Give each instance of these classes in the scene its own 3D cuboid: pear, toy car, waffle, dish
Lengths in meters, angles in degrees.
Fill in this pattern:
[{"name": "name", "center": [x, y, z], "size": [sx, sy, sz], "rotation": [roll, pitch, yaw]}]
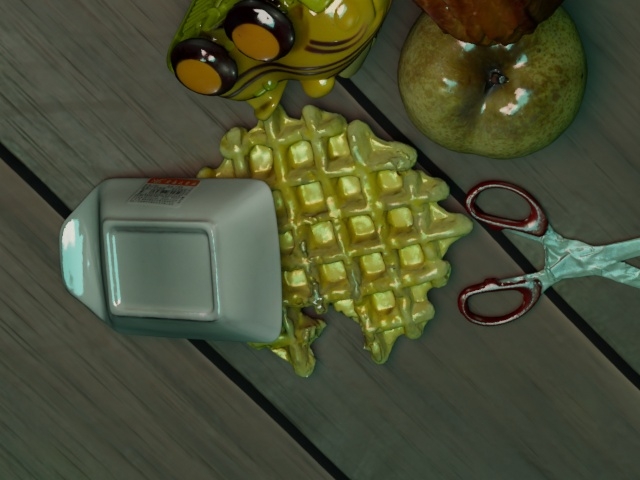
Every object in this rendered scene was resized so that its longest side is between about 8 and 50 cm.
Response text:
[{"name": "pear", "center": [0.153, -0.148, 1.444], "size": [0.167, 0.136, 0.167], "rotation": [0, 95, -1]}, {"name": "toy car", "center": [-0.017, -0.198, 1.403], "size": [0.142, 0.200, 0.248], "rotation": [37, 147, -22]}, {"name": "waffle", "center": [0.000, 0.000, 1.548], "size": [0.261, 0.056, 0.250], "rotation": [34, 108, -2]}, {"name": "dish", "center": [-0.152, 0.022, 1.523], "size": [0.234, 0.064, 0.154], "rotation": [1, 101, 29]}]

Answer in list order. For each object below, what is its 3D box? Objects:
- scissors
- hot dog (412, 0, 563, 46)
[{"name": "scissors", "center": [0.256, 0.018, 1.555], "size": [0.247, 0.017, 0.144], "rotation": [3, 109, 2]}, {"name": "hot dog", "center": [0.156, -0.326, 1.317], "size": [0.174, 0.387, 0.267], "rotation": [-7, 126, 54]}]
